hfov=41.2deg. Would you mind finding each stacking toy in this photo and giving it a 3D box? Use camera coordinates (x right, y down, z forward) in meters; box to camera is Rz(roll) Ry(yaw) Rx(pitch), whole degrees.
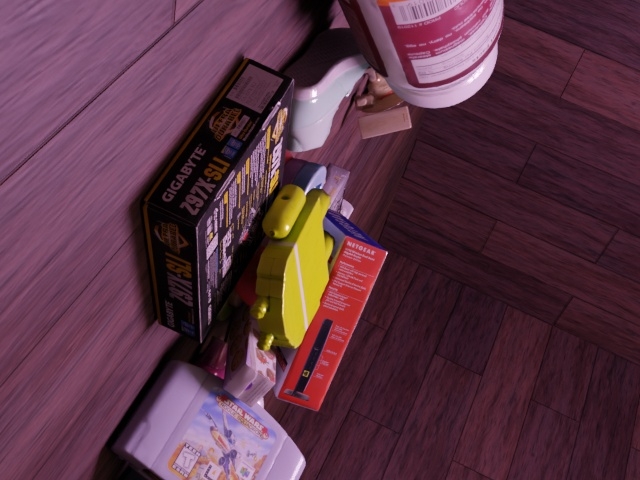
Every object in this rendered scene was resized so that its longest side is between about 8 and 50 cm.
[{"bbox_3d":[-0.082,0.017,1.471,0.309,0.130,0.280,-60,170,-32],"label":"stacking toy"}]

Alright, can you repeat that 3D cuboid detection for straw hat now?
[{"bbox_3d":[0.147,-0.365,2.029,0.061,0.144,0.144,60,40,-27],"label":"straw hat"}]

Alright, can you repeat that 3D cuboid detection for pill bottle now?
[{"bbox_3d":[0.139,-0.350,1.184,0.224,0.224,0.392,-64,159,-8],"label":"pill bottle"}]

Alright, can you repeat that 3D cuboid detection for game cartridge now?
[{"bbox_3d":[-0.164,0.335,1.354,0.062,0.297,0.198,-26,-153,54],"label":"game cartridge"}]

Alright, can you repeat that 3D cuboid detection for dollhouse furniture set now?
[{"bbox_3d":[0.156,-0.325,1.956,0.123,0.144,0.151,-36,114,-75],"label":"dollhouse furniture set"}]

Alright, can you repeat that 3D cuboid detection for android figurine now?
[{"bbox_3d":[-0.041,0.047,1.276,0.273,0.056,0.248,-64,155,-46],"label":"android figurine"}]

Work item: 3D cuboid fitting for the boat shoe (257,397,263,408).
[{"bbox_3d":[-0.196,0.333,1.606,0.302,0.113,0.103,-38,-164,42],"label":"boat shoe"}]

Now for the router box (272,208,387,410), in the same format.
[{"bbox_3d":[-0.016,0.104,1.563,0.301,0.082,0.335,-66,-164,8],"label":"router box"}]

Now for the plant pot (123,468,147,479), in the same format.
[{"bbox_3d":[-0.238,0.494,1.508,0.293,0.235,0.293,-62,172,-15],"label":"plant pot"}]

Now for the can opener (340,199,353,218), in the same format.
[{"bbox_3d":[0.000,0.000,2.166,0.280,0.074,0.093,-59,170,-35],"label":"can opener"}]

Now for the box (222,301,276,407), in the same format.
[{"bbox_3d":[-0.118,0.165,1.487,0.067,0.063,0.324,-46,-162,18],"label":"box"}]

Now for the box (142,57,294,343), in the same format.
[{"bbox_3d":[-0.133,-0.041,1.145,0.322,0.079,0.257,101,13,-59],"label":"box"}]

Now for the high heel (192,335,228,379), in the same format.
[{"bbox_3d":[-0.194,0.260,1.643,0.117,0.082,0.244,-63,172,-11],"label":"high heel"}]

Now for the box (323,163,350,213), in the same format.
[{"bbox_3d":[-0.011,-0.043,2.032,0.231,0.056,0.183,-60,171,-33],"label":"box"}]

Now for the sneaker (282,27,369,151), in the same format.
[{"bbox_3d":[0.008,-0.243,1.385,0.256,0.094,0.151,-45,155,-42],"label":"sneaker"}]

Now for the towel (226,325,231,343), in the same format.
[{"bbox_3d":[-0.119,0.115,1.830,0.282,0.049,0.187,-56,169,-51],"label":"towel"}]
